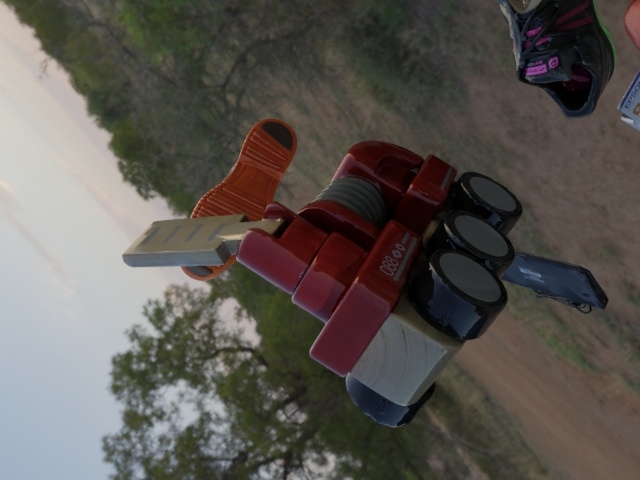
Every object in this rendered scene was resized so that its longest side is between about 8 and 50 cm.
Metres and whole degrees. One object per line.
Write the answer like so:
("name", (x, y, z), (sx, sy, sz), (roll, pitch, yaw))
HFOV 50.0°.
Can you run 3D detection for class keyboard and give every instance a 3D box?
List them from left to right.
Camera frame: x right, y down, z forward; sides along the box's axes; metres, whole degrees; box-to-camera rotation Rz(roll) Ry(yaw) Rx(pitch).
("keyboard", (0.289, 0.039, 0.898), (0.192, 0.038, 0.100), (20, 153, 55))

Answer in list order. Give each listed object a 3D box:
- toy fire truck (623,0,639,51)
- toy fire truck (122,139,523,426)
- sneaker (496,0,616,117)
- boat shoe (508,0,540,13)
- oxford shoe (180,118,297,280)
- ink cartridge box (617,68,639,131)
("toy fire truck", (0.374, -0.213, 0.482), (0.253, 0.302, 0.169), (19, -141, -35))
("toy fire truck", (0.000, 0.000, 0.523), (0.246, 0.158, 0.217), (32, -148, 3))
("sneaker", (0.471, -0.435, 1.406), (0.482, 0.202, 0.185), (37, 149, -32))
("boat shoe", (0.210, -0.314, 0.585), (0.302, 0.098, 0.109), (71, 175, -68))
("oxford shoe", (-0.157, -0.065, 1.343), (0.130, 0.364, 0.133), (32, 156, -2))
("ink cartridge box", (0.522, -0.247, 0.966), (0.224, 0.223, 0.045), (19, -165, -33))
